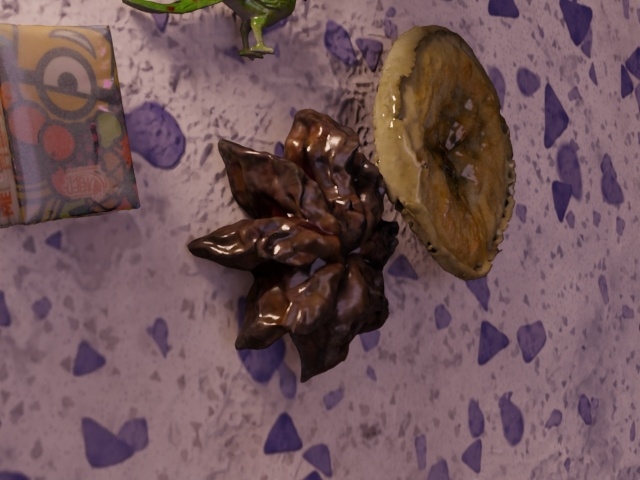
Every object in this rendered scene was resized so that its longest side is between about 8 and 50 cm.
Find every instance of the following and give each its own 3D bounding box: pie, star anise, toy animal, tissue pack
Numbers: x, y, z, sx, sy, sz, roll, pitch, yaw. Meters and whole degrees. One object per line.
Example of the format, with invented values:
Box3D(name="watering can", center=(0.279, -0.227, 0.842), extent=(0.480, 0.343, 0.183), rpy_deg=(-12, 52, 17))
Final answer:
Box3D(name="pie", center=(0.137, -0.092, 1.175), extent=(0.274, 0.055, 0.274), rpy_deg=(21, 65, -53))
Box3D(name="star anise", center=(0.000, -0.001, 1.008), extent=(0.223, 0.109, 0.236), rpy_deg=(-35, 109, -40))
Box3D(name="toy animal", center=(-0.079, -0.195, 0.993), extent=(0.217, 0.041, 0.075), rpy_deg=(-22, 100, -42))
Box3D(name="tissue pack", center=(-0.200, -0.088, 0.837), extent=(0.109, 0.060, 0.148), rpy_deg=(-10, 92, -45))
